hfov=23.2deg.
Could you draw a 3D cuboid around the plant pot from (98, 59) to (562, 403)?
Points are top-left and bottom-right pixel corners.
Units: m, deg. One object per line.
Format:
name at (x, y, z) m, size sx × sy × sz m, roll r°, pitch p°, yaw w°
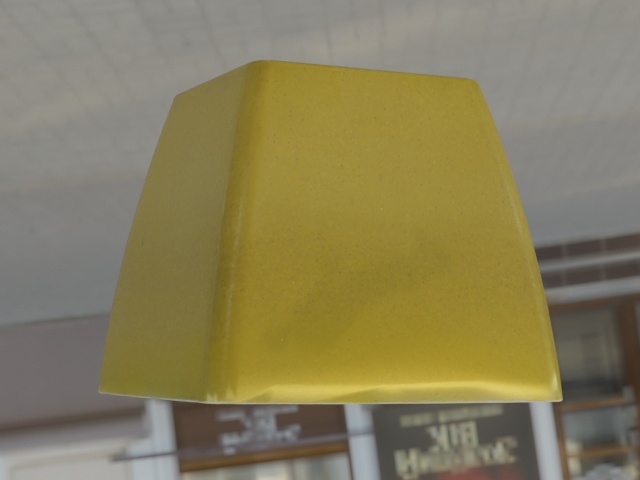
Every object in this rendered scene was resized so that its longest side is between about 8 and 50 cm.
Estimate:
plant pot at (0.000, 0.000, 0.919) m, size 0.212 × 0.187 × 0.212 m, roll 2°, pitch 176°, yaw -24°
